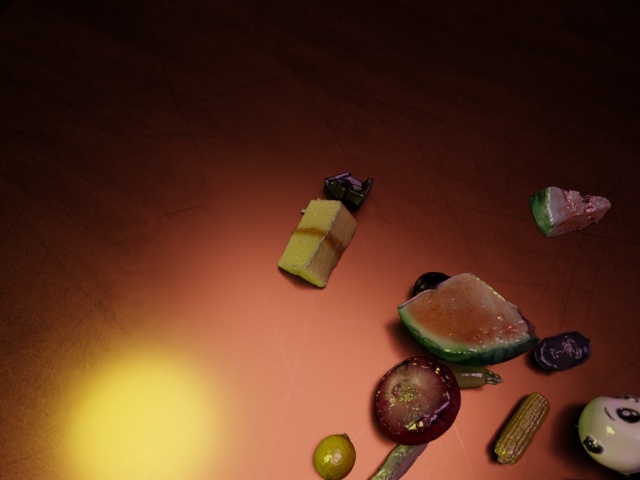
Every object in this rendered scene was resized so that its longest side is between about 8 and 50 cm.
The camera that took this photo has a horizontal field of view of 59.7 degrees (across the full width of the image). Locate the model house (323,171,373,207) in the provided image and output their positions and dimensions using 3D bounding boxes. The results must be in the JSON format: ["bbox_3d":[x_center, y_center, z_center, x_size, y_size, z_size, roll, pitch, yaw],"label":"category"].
[{"bbox_3d":[0.082,-0.175,1.776,0.152,0.165,0.106,21,85,5],"label":"model house"}]

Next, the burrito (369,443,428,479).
[{"bbox_3d":[0.218,0.596,1.519,0.229,0.063,0.058,-42,37,-26],"label":"burrito"}]

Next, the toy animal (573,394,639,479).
[{"bbox_3d":[0.857,0.546,1.499,0.310,0.251,0.251,22,68,13],"label":"toy animal"}]

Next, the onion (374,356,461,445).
[{"bbox_3d":[0.267,0.439,1.515,0.161,0.248,0.248,44,67,-24],"label":"onion"}]

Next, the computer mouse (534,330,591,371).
[{"bbox_3d":[0.716,0.334,1.662,0.192,0.062,0.105,-13,69,-16],"label":"computer mouse"}]

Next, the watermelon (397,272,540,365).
[{"bbox_3d":[0.428,0.259,1.531,0.292,0.222,0.319,-36,109,2],"label":"watermelon"}]

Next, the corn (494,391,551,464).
[{"bbox_3d":[0.566,0.527,1.562,0.080,0.080,0.238,41,68,11],"label":"corn"}]

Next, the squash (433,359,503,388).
[{"bbox_3d":[0.423,0.392,1.607,0.200,0.075,0.090,1,47,18],"label":"squash"}]

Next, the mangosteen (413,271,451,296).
[{"bbox_3d":[0.342,0.169,1.668,0.137,0.137,0.151,14,97,1],"label":"mangosteen"}]

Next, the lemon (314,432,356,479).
[{"bbox_3d":[0.040,0.575,1.480,0.109,0.109,0.133,29,59,7],"label":"lemon"}]

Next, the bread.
[{"bbox_3d":[0.000,0.000,1.715,0.178,0.142,0.266,30,70,-9],"label":"bread"}]

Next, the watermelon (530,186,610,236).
[{"bbox_3d":[0.836,-0.098,1.843,0.241,0.094,0.154,-5,76,-10],"label":"watermelon"}]

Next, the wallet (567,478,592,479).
[{"bbox_3d":[0.735,0.804,1.484,0.165,0.042,0.309,8,68,-3],"label":"wallet"}]
